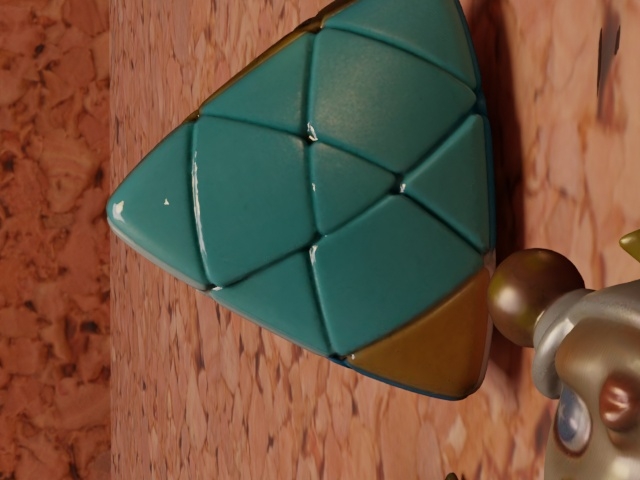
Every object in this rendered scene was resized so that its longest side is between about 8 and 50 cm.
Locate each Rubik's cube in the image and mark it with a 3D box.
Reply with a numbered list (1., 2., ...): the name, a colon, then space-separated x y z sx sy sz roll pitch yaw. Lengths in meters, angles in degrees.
1. Rubik's cube: 0.000 0.000 0.819 0.254 0.254 0.254 178 90 -74

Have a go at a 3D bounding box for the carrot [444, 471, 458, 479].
1. carrot: 0.093 0.264 0.839 0.049 0.049 0.254 118 151 -60

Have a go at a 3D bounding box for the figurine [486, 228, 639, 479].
1. figurine: 0.147 0.018 0.473 0.194 0.133 0.274 -8 77 51
